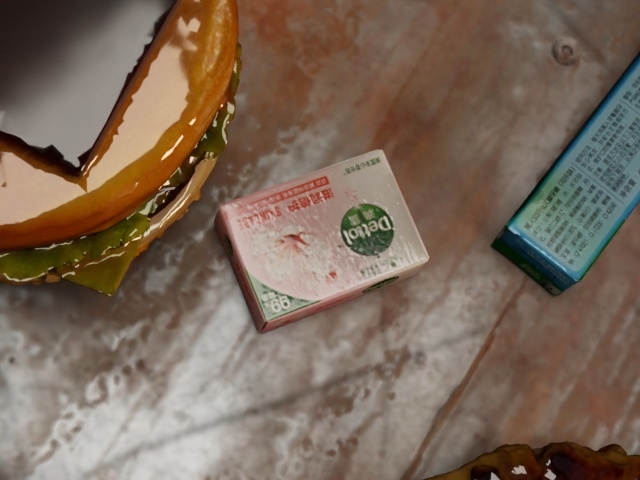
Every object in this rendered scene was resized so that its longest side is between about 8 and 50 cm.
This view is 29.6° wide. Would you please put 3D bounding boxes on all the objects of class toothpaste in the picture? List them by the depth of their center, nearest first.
[{"bbox_3d":[0.228,-0.082,0.887,0.065,0.050,0.266,39,72,2],"label":"toothpaste"}]

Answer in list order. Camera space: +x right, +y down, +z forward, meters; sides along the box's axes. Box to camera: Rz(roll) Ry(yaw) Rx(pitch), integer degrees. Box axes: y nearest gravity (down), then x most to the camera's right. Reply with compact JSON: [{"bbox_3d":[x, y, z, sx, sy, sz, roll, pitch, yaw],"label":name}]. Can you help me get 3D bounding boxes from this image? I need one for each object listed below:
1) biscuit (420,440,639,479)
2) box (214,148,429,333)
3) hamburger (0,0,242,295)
[{"bbox_3d":[0.176,0.274,0.766,0.334,0.081,0.289,16,72,-9],"label":"biscuit"},{"bbox_3d":[0.000,0.000,0.830,0.125,0.043,0.089,-21,79,-14],"label":"box"},{"bbox_3d":[-0.179,-0.107,0.735,0.291,0.225,0.291,2,75,-7],"label":"hamburger"}]
